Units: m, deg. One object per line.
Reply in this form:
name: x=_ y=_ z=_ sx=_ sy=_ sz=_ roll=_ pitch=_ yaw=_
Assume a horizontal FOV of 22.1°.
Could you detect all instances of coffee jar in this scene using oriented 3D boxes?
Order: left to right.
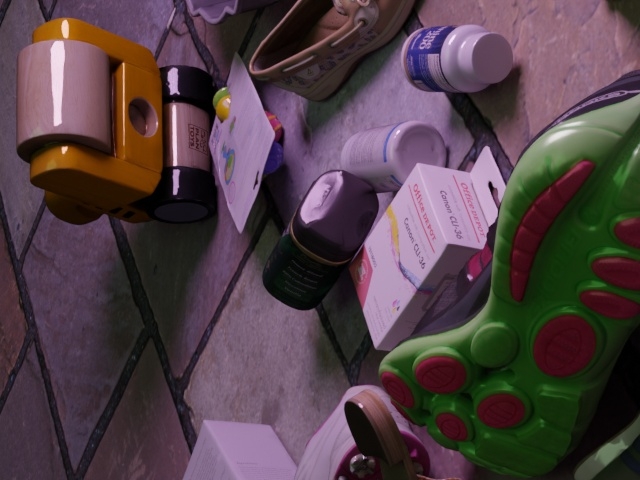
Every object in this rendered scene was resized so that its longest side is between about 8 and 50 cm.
coffee jar: x=0.000 y=0.000 z=1.747 sx=0.096 sy=0.079 sz=0.184 roll=-60 pitch=1 yaw=-27

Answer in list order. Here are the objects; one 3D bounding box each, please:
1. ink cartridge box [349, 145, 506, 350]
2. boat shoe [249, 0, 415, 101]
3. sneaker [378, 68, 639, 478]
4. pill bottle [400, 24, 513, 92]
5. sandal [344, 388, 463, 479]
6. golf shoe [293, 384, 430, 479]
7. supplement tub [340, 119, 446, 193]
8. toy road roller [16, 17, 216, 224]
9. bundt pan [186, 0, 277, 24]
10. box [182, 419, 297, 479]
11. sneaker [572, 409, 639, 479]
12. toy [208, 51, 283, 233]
ink cartridge box: x=0.110 y=0.006 z=1.615 sx=0.198 sy=0.067 sz=0.115 roll=-58 pitch=36 yaw=36
boat shoe: x=0.021 y=-0.254 z=1.823 sx=0.285 sy=0.089 sz=0.104 roll=-49 pitch=41 yaw=43
sneaker: x=0.200 y=0.041 z=1.378 sx=0.202 sy=0.185 sz=0.483 roll=-49 pitch=-6 yaw=-38
pill bottle: x=0.136 y=-0.180 z=1.619 sx=0.120 sy=0.067 sz=0.067 roll=10 pitch=91 yaw=61
sandal: x=0.102 y=0.238 z=1.550 sx=0.088 sy=0.079 sz=0.240 roll=14 pitch=128 yaw=62
golf shoe: x=0.012 y=0.283 z=1.695 sx=0.306 sy=0.115 sz=0.140 roll=-58 pitch=25 yaw=25
supplement tub: x=0.076 y=-0.086 z=1.699 sx=0.107 sy=0.071 sz=0.071 roll=-3 pitch=80 yaw=60
toy road roller: x=-0.300 y=-0.126 z=2.129 sx=0.241 sy=0.329 sz=0.202 roll=-17 pitch=66 yaw=35
bundt pan: x=-0.091 y=-0.432 z=1.993 sx=0.331 sy=0.124 sz=0.330 roll=28 pitch=122 yaw=57
box: x=-0.086 y=0.305 z=1.860 sx=0.170 sy=0.091 sz=0.130 roll=52 pitch=128 yaw=53
sneaker: x=0.277 y=0.173 z=1.282 sx=0.192 sy=0.064 sz=0.086 roll=-53 pitch=47 yaw=41
toy: x=-0.082 y=-0.121 z=2.009 sx=0.237 sy=0.056 sz=0.137 roll=-118 pitch=42 yaw=-55
